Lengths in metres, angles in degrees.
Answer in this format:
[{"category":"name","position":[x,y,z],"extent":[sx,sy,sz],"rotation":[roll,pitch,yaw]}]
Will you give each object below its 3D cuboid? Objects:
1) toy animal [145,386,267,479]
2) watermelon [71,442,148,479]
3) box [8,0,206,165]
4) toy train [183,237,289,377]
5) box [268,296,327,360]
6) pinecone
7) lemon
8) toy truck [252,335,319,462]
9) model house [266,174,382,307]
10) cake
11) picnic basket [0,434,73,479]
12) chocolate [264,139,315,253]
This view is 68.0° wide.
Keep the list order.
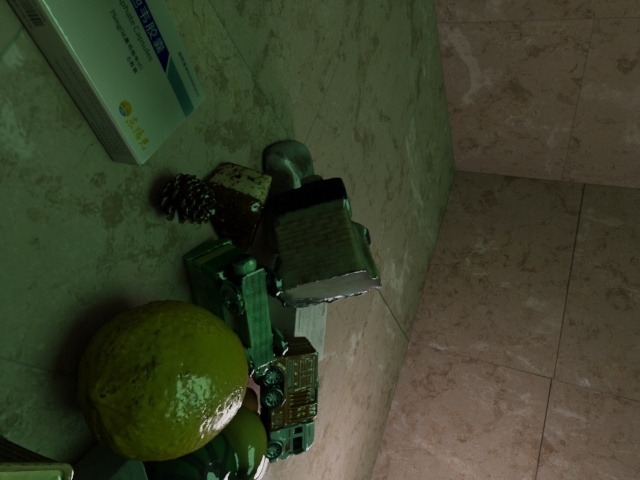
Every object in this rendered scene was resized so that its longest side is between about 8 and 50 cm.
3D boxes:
[{"category":"toy animal","position":[-0.224,0.466,1.037],"extent":[0.338,0.191,0.215],"rotation":[-7,93,-65]},{"category":"watermelon","position":[-0.384,0.482,0.705],"extent":[0.259,0.387,0.228],"rotation":[15,115,-29]},{"category":"box","position":[-0.310,-0.307,0.706],"extent":[0.200,0.065,0.343],"rotation":[-61,149,-34]},{"category":"toy train","position":[-0.175,0.149,1.013],"extent":[0.120,0.202,0.300],"rotation":[-29,127,-37]},{"category":"box","position":[-0.070,0.250,1.378],"extent":[0.194,0.111,0.260],"rotation":[-20,116,-60]},{"category":"pinecone","position":[-0.246,-0.076,0.879],"extent":[0.102,0.110,0.102],"rotation":[-36,132,-53]},{"category":"lemon","position":[-0.255,0.232,0.807],"extent":[0.310,0.258,0.257],"rotation":[35,68,-62]},{"category":"toy truck","position":[-0.086,0.408,1.239],"extent":[0.162,0.136,0.305],"rotation":[-3,104,-19]},{"category":"model house","position":[0.002,-0.001,1.149],"extent":[0.298,0.244,0.284],"rotation":[59,21,-72]},{"category":"cake","position":[-0.155,-0.044,1.056],"extent":[0.246,0.135,0.112],"rotation":[75,34,-43]},{"category":"picnic basket","position":[-0.471,0.379,0.516],"extent":[0.228,0.176,0.312],"rotation":[50,51,-58]},{"category":"chocolate","position":[-0.068,-0.112,1.268],"extent":[0.185,0.101,0.303],"rotation":[-31,124,-54]}]
